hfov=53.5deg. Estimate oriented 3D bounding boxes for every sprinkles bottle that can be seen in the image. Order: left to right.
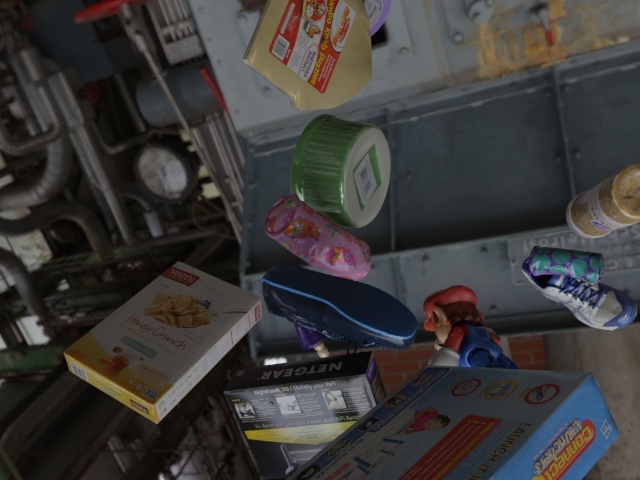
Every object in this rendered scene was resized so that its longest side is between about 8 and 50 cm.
[{"bbox_3d":[0.673,-0.083,1.468,0.121,0.121,0.355,-17,172,4],"label":"sprinkles bottle"}]

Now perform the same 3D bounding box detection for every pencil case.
[{"bbox_3d":[0.000,0.000,1.529,0.124,0.284,0.124,-31,-137,34],"label":"pencil case"},{"bbox_3d":[0.533,0.053,1.378,0.151,0.070,0.064,9,-179,24],"label":"pencil case"}]

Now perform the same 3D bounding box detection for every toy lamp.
[{"bbox_3d":[0.023,0.313,1.634,0.080,0.275,0.080,-31,-167,8],"label":"toy lamp"}]

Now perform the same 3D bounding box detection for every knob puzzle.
[{"bbox_3d":[-0.002,-0.257,0.819,0.213,0.213,0.030,-33,-149,-34],"label":"knob puzzle"}]

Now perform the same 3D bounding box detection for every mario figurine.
[{"bbox_3d":[0.301,0.233,1.303,0.170,0.198,0.320,-32,-141,3],"label":"mario figurine"}]

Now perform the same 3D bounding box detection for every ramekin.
[{"bbox_3d":[0.065,-0.176,1.680,0.148,0.304,0.303,12,-146,30],"label":"ramekin"}]

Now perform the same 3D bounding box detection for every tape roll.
[{"bbox_3d":[0.098,-0.649,1.772,0.189,0.189,0.080,-26,-117,-17],"label":"tape roll"}]

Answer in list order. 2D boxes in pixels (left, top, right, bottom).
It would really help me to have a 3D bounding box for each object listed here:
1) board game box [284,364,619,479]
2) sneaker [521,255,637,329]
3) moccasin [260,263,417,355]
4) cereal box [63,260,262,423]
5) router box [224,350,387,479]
[{"bbox_3d":[0.144,0.273,0.784,0.308,0.086,0.302,-30,-172,-30],"label":"board game box"},{"bbox_3d":[0.621,0.127,1.566,0.296,0.131,0.112,28,-88,52],"label":"sneaker"},{"bbox_3d":[0.038,0.147,1.303,0.342,0.117,0.137,22,-144,26],"label":"moccasin"},{"bbox_3d":[-0.223,0.136,0.934,0.173,0.047,0.240,20,-137,24],"label":"cereal box"},{"bbox_3d":[-0.011,0.364,1.299,0.308,0.243,0.081,-11,-157,19],"label":"router box"}]
